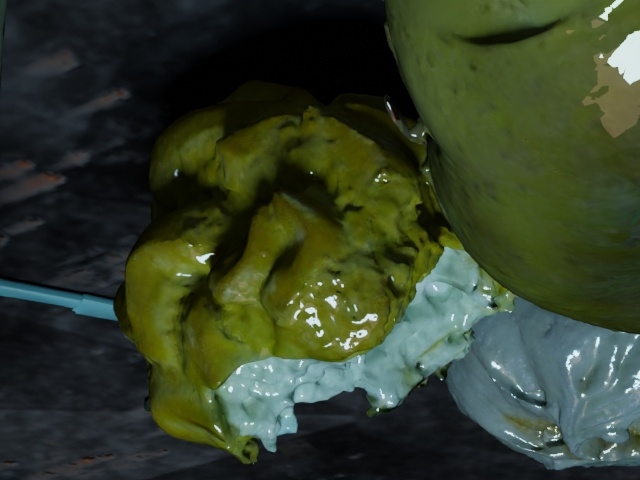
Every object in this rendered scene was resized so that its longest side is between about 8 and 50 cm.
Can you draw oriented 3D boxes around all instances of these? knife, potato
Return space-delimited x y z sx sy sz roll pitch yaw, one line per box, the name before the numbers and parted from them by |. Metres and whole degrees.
knife | -0.102 0.028 0.811 0.091 0.005 0.014 12 144 -20
potato | 0.104 -0.055 0.565 0.169 0.143 0.248 -15 154 14

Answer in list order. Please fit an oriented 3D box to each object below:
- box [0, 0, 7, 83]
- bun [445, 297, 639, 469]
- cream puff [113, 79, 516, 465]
box | -0.199 0.087 0.590 0.177 0.351 0.344 8 144 -13
bun | 0.119 0.053 0.784 0.141 0.083 0.141 0 151 0
cream puff | 0.000 -0.001 0.665 0.156 0.121 0.156 -25 158 -11
